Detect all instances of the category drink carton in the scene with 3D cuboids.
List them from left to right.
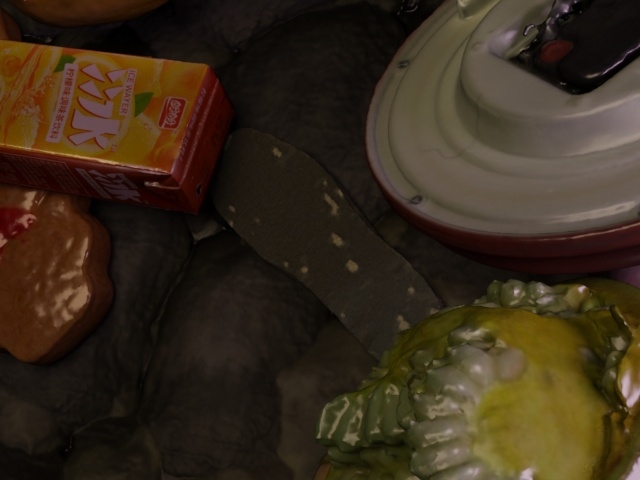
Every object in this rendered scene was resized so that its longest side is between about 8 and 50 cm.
[{"bbox_3d":[-0.185,-0.089,1.219,0.223,0.071,0.096,9,66,21],"label":"drink carton"}]

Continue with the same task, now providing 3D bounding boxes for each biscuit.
[{"bbox_3d":[-0.273,-0.044,1.307,0.202,0.047,0.334,-41,60,11],"label":"biscuit"}]

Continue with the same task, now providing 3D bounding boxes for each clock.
[{"bbox_3d":[0.175,-0.107,0.982,0.318,0.080,0.318,-18,36,13],"label":"clock"}]

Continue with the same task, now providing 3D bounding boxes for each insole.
[{"bbox_3d":[0.000,0.000,1.163,0.081,0.011,0.248,-50,58,8],"label":"insole"}]

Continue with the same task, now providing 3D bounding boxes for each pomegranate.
[{"bbox_3d":[0.101,0.152,0.937,0.341,0.260,0.260,-16,64,57],"label":"pomegranate"}]

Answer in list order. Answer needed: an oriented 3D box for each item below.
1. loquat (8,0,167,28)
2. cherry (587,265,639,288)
[{"bbox_3d":[-0.181,-0.265,1.240,0.208,0.208,0.208,-9,70,26],"label":"loquat"},{"bbox_3d":[0.210,0.010,0.997,0.106,0.087,0.126,-38,60,-19],"label":"cherry"}]
